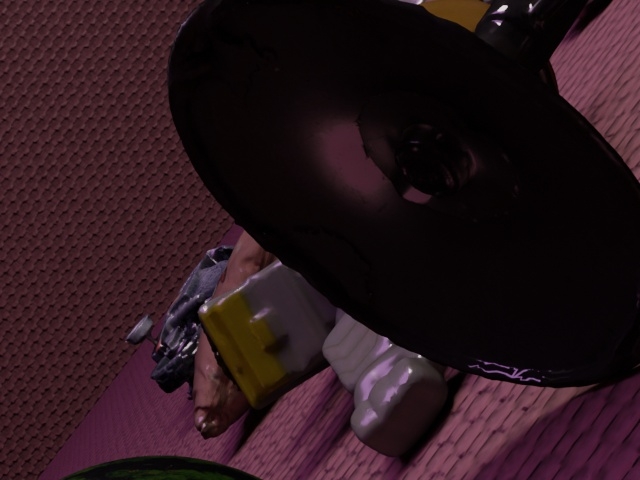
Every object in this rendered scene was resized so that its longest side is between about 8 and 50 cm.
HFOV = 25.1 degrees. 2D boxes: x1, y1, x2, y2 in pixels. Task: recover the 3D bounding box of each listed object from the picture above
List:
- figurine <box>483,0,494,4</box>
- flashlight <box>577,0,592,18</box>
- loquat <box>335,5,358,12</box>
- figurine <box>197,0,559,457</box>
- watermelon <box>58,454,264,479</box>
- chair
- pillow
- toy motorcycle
[{"bbox_3d":[0.120,-0.229,1.405,0.265,0.193,0.140,-34,-31,-45],"label":"figurine"},{"bbox_3d":[0.248,-0.257,1.155,0.200,0.047,0.093,-49,13,2],"label":"flashlight"},{"bbox_3d":[0.084,-0.413,1.822,0.359,0.328,0.328,-24,16,18],"label":"loquat"},{"bbox_3d":[0.040,-0.038,0.864,0.167,0.343,0.285,-4,-18,-28],"label":"figurine"},{"bbox_3d":[-0.086,0.175,0.883,0.145,0.193,0.137,-55,-37,-37],"label":"watermelon"},{"bbox_3d":[0.129,-0.156,0.654,0.401,0.226,0.226,-56,8,-28],"label":"chair"},{"bbox_3d":[-0.050,0.050,1.282,0.236,0.084,0.223,-59,-5,-81],"label":"pillow"},{"bbox_3d":[-0.125,0.082,1.647,0.173,0.108,0.307,-46,9,3],"label":"toy motorcycle"}]
